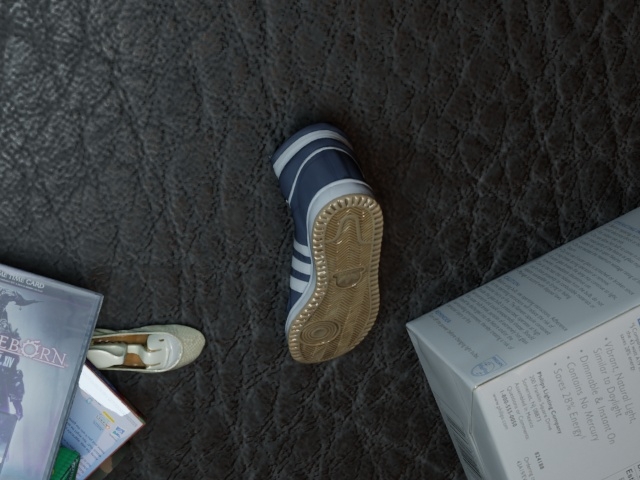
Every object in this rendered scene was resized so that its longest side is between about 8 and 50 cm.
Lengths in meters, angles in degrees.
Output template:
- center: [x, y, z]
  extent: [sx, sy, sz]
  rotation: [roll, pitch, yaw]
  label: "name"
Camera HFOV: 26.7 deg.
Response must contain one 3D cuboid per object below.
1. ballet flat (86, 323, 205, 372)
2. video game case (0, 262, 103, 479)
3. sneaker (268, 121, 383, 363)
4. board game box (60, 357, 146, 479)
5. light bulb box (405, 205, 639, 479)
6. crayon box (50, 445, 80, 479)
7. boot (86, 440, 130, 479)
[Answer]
- center: [-0.204, 0.123, 1.455]
  extent: [0.168, 0.052, 0.057]
  rotation: [-1, 107, -16]
  label: "ballet flat"
- center: [-0.339, 0.148, 1.299]
  extent: [0.196, 0.026, 0.274]
  rotation: [18, 62, -11]
  label: "video game case"
- center: [0.000, 0.000, 1.464]
  extent: [0.099, 0.153, 0.282]
  rotation: [-9, 140, -16]
  label: "sneaker"
- center: [-0.330, 0.137, 1.397]
  extent: [0.145, 0.027, 0.281]
  rotation: [-43, 98, 1]
  label: "board game box"
- center: [0.346, 0.194, 1.546]
  extent: [0.361, 0.225, 0.358]
  rotation: [-25, 112, -8]
  label: "light bulb box"
- center: [-0.363, 0.318, 1.393]
  extent: [0.165, 0.081, 0.278]
  rotation: [21, 116, 5]
  label: "crayon box"
- center: [-0.323, 0.241, 1.461]
  extent: [0.198, 0.077, 0.137]
  rotation: [-44, 101, 0]
  label: "boot"
